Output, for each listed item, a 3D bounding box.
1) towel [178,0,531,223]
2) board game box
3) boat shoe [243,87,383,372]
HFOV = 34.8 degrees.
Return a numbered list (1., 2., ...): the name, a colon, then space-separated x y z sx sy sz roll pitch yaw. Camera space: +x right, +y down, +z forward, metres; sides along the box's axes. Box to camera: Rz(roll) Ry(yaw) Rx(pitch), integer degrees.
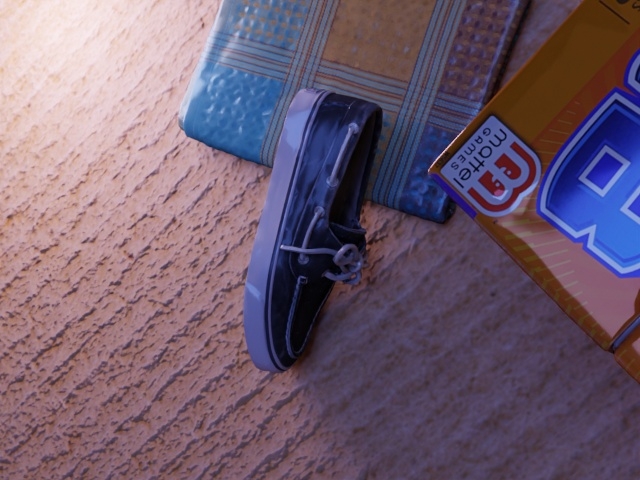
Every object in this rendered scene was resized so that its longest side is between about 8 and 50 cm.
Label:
1. towel: 0.025 -0.195 1.148 0.370 0.040 0.271 21 91 28
2. board game box: 0.371 -0.029 0.743 0.356 0.356 0.356 -48 63 12
3. boat shoe: 0.002 0.000 1.069 0.105 0.113 0.306 15 94 24
